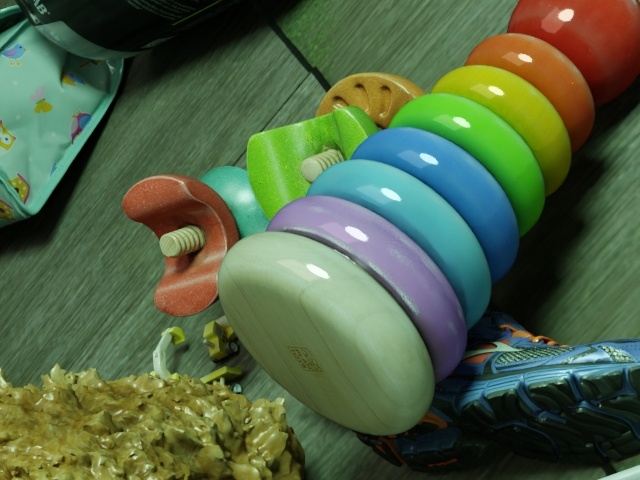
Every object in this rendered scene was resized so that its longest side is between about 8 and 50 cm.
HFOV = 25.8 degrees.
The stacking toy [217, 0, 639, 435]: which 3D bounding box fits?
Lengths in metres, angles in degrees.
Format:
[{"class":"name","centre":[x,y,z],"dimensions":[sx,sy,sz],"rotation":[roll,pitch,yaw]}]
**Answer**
[{"class":"stacking toy","centre":[0.093,-0.043,0.832],"dimensions":[0.330,0.141,0.141],"rotation":[-46,28,-27]}]

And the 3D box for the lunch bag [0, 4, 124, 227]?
[{"class":"lunch bag","centre":[-0.334,-0.142,1.455],"dimensions":[0.223,0.160,0.262],"rotation":[-15,43,49]}]

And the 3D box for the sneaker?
[{"class":"sneaker","centre":[0.109,0.077,0.811],"dimensions":[0.221,0.083,0.087],"rotation":[-11,49,43]}]

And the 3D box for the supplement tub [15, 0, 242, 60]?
[{"class":"supplement tub","centre":[-0.125,-0.306,1.272],"dimensions":[0.338,0.207,0.207],"rotation":[-17,52,43]}]

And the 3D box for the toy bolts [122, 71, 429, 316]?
[{"class":"toy bolts","centre":[0.000,0.000,0.999],"dimensions":[0.228,0.158,0.218],"rotation":[-9,98,36]}]

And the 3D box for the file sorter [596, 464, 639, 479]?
[{"class":"file sorter","centre":[0.098,0.219,0.486],"dimensions":[0.193,0.173,0.278],"rotation":[-25,5,22]}]

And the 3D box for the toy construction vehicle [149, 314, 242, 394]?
[{"class":"toy construction vehicle","centre":[-0.098,0.102,1.082],"dimensions":[0.086,0.035,0.098],"rotation":[-26,47,38]}]

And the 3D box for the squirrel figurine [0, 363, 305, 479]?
[{"class":"squirrel figurine","centre":[-0.227,0.166,0.899],"dimensions":[0.397,0.370,0.281],"rotation":[-26,46,38]}]
